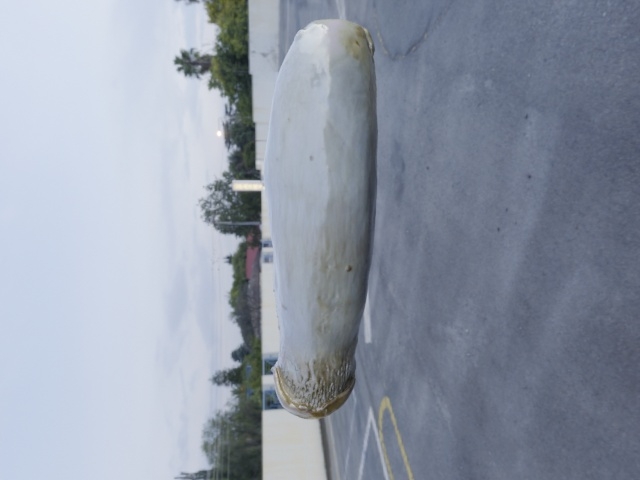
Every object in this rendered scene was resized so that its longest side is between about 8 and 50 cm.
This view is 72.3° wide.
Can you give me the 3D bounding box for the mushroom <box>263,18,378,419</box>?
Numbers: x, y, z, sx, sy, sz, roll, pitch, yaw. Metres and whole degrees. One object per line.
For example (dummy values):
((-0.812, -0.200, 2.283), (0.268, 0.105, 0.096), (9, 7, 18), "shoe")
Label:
((0.000, 0.000, 0.388), (0.123, 0.094, 0.352), (-66, -18, -66), "mushroom")
